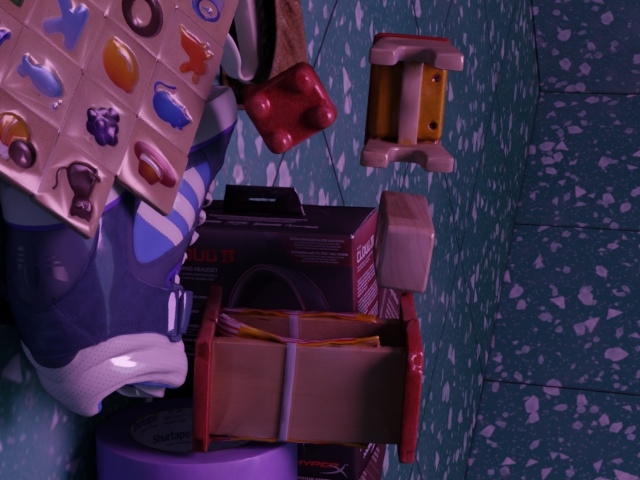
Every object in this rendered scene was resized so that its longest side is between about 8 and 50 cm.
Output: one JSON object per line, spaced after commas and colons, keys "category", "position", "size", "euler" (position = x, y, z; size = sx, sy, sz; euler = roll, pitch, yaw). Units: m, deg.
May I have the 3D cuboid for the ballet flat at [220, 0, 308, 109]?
{"category": "ballet flat", "position": [-0.085, -0.287, 1.372], "size": [0.124, 0.116, 0.342], "euler": [-40, 138, -40]}

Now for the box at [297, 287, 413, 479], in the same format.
{"category": "box", "position": [-0.017, 0.169, 1.508], "size": [0.143, 0.191, 0.381], "euler": [58, 40, -62]}

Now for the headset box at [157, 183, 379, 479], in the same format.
{"category": "headset box", "position": [-0.055, 0.084, 1.321], "size": [0.110, 0.218, 0.293], "euler": [-46, 138, -67]}

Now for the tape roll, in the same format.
{"category": "tape roll", "position": [-0.115, 0.212, 1.206], "size": [0.189, 0.189, 0.080], "euler": [-32, 125, -68]}

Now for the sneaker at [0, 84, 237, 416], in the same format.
{"category": "sneaker", "position": [-0.158, 0.011, 1.115], "size": [0.323, 0.130, 0.236], "euler": [-49, 137, -59]}

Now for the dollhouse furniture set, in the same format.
{"category": "dollhouse furniture set", "position": [0.000, 0.000, 1.135], "size": [0.152, 0.201, 0.374], "euler": [-89, -176, -74]}

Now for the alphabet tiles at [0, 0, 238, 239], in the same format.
{"category": "alphabet tiles", "position": [-0.187, -0.186, 0.977], "size": [0.285, 0.011, 0.343], "euler": [39, 51, -35]}
